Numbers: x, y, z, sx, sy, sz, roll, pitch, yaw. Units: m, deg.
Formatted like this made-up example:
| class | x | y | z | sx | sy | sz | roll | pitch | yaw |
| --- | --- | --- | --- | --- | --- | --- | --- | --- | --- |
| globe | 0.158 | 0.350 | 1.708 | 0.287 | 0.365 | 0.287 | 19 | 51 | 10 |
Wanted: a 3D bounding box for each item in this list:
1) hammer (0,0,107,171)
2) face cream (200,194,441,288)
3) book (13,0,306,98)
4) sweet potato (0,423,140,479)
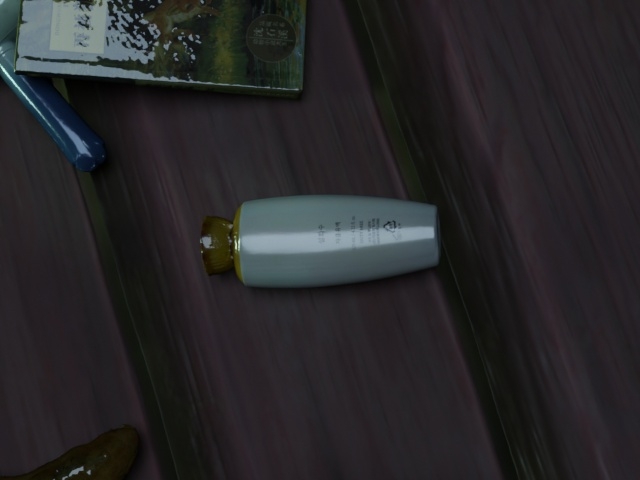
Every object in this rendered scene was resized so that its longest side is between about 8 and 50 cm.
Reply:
| class | x | y | z | sx | sy | sz | roll | pitch | yaw |
| --- | --- | --- | --- | --- | --- | --- | --- | --- | --- |
| hammer | -0.241 | -0.127 | 1.120 | 0.116 | 0.069 | 0.194 | -41 | 78 | -4 |
| face cream | 0.000 | 0.000 | 1.054 | 0.182 | 0.051 | 0.072 | -3 | 77 | 7 |
| book | -0.124 | -0.199 | 1.107 | 0.228 | 0.024 | 0.160 | 4 | 77 | -6 |
| sweet potato | -0.219 | 0.193 | 1.044 | 0.182 | 0.053 | 0.054 | -18 | 113 | 7 |
